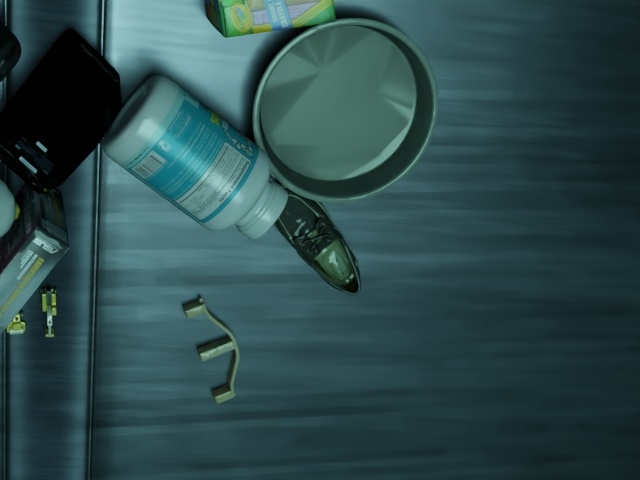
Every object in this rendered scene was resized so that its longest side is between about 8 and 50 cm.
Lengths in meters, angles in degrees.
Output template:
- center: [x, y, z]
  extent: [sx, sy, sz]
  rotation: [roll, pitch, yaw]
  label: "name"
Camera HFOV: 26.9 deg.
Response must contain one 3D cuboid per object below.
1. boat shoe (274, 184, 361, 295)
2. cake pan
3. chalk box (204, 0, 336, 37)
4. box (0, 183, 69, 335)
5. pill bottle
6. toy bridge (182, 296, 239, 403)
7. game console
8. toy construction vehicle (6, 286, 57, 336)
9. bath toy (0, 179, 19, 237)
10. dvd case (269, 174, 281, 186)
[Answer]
- center: [-0.001, 0.001, 2.101]
  extent: [0.080, 0.073, 0.223]
  rotation: [-40, 121, -1]
  label: "boat shoe"
- center: [0.034, -0.201, 2.039]
  extent: [0.293, 0.054, 0.293]
  rotation: [-6, 114, -14]
  label: "cake pan"
- center: [-0.100, -0.368, 1.885]
  extent: [0.213, 0.132, 0.132]
  rotation: [-11, 115, -11]
  label: "chalk box"
- center: [-0.436, 0.024, 1.897]
  extent: [0.056, 0.231, 0.183]
  rotation: [34, 99, -23]
  label: "box"
- center: [-0.175, -0.112, 1.952]
  extent: [0.264, 0.146, 0.146]
  rotation: [38, 98, -21]
  label: "pill bottle"
- center: [-0.167, 0.172, 2.155]
  extent: [0.063, 0.026, 0.188]
  rotation: [-20, 116, -10]
  label: "toy bridge"
- center: [-0.436, -0.249, 1.829]
  extent: [0.361, 0.044, 0.213]
  rotation: [46, 59, -27]
  label: "game console"
- center: [-0.445, 0.103, 2.038]
  extent: [0.086, 0.035, 0.098]
  rotation: [0, 112, -16]
  label: "toy construction vehicle"
- center: [-0.554, 0.052, 1.848]
  extent: [0.348, 0.151, 0.129]
  rotation: [-48, 162, 14]
  label: "bath toy"
- center: [-0.127, -0.092, 2.061]
  extent: [0.087, 0.013, 0.119]
  rotation: [-42, 116, 4]
  label: "dvd case"
